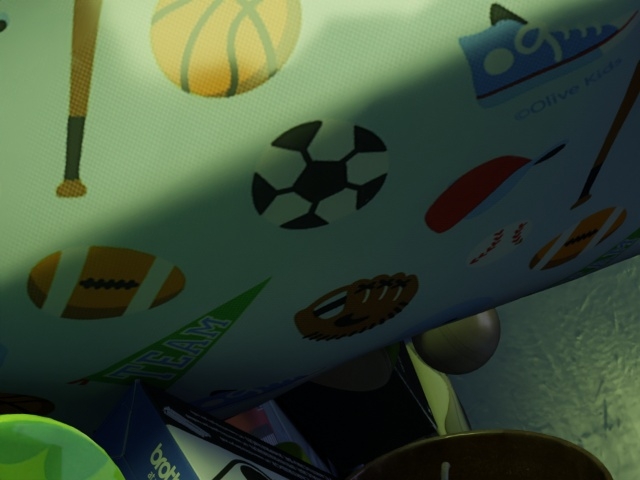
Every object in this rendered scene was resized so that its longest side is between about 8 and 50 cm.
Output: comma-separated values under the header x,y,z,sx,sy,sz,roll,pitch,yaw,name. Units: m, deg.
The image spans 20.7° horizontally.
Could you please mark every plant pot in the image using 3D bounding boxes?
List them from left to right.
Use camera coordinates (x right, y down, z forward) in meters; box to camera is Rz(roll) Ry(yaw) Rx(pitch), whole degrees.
x,y,z,sx,sy,sz,roll,pitch,yaw,name
0.124,0.291,1.279,0.215,0.215,0.230,-101,178,-67,plant pot

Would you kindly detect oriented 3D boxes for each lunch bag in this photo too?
x,y,z,sx,sy,sz,roll,pitch,yaw,name
-0.012,-0.051,0.757,0.385,0.328,0.239,49,19,-66,lunch bag

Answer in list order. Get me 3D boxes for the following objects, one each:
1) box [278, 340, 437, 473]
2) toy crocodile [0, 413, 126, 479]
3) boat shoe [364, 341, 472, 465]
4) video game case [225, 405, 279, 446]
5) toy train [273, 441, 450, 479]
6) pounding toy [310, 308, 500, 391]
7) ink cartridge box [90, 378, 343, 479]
x,y,z,sx,sy,sz,roll,pitch,yaw,name
-0.007,0.040,1.505,0.184,0.103,0.261,53,13,-52,box
-0.085,0.142,0.451,0.115,0.105,0.340,-5,-63,52,toy crocodile
0.098,0.237,1.527,0.355,0.130,0.132,-116,-179,-55,boat shoe
-0.023,0.200,1.089,0.204,0.025,0.285,18,48,-82,video game case
0.009,0.163,0.962,0.143,0.105,0.248,49,30,-21,toy train
0.000,0.000,1.079,0.183,0.110,0.237,40,-23,-26,pounding toy
0.010,0.130,0.659,0.207,0.046,0.097,32,11,-39,ink cartridge box
